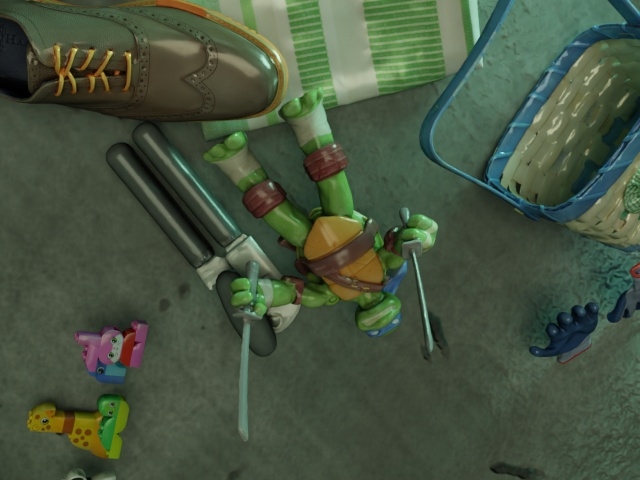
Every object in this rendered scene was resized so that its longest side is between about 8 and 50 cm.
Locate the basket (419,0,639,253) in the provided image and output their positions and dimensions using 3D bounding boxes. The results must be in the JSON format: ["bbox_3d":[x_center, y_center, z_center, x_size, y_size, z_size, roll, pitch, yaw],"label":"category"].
[{"bbox_3d":[0.270,-0.138,0.848,0.289,0.201,0.254,29,94,-20],"label":"basket"}]

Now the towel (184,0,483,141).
[{"bbox_3d":[0.006,-0.256,0.848,0.325,0.038,0.247,-15,117,-5],"label":"towel"}]

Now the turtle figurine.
[{"bbox_3d":[0.000,0.000,0.794,0.198,0.275,0.266,-25,98,40],"label":"turtle figurine"}]

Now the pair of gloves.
[{"bbox_3d":[0.326,0.081,0.926,0.198,0.159,0.023,-33,61,3],"label":"pair of gloves"}]

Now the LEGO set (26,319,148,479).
[{"bbox_3d":[-0.263,0.184,0.875,0.093,0.087,0.227,10,97,-24],"label":"LEGO set"}]

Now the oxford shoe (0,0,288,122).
[{"bbox_3d":[-0.215,-0.165,0.782,0.364,0.132,0.130,8,120,2],"label":"oxford shoe"}]

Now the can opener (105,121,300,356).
[{"bbox_3d":[-0.122,-0.004,0.875,0.074,0.093,0.280,-38,96,-1],"label":"can opener"}]
